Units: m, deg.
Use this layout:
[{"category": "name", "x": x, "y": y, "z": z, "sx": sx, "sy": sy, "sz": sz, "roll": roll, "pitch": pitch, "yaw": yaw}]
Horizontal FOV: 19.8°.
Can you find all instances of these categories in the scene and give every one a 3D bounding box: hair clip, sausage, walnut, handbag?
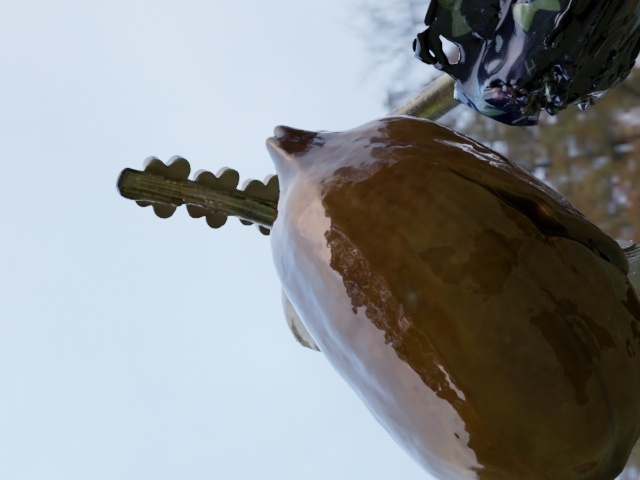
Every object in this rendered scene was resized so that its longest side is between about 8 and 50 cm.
[{"category": "hair clip", "x": -0.083, "y": -0.037, "z": 1.629, "sx": 0.213, "sy": 0.056, "sz": 0.062, "roll": 15, "pitch": -74, "yaw": -21}, {"category": "sausage", "x": 0.146, "y": -0.154, "z": 1.626, "sx": 0.033, "sy": 0.269, "sz": 0.033, "roll": 39, "pitch": -148, "yaw": -30}, {"category": "walnut", "x": 0.087, "y": 0.033, "z": 1.249, "sx": 0.336, "sy": 0.209, "sz": 0.209, "roll": 44, "pitch": -142, "yaw": 11}, {"category": "handbag", "x": 0.158, "y": -0.181, "z": 1.030, "sx": 0.260, "sy": 0.113, "sz": 0.162, "roll": -61, "pitch": -16, "yaw": 9}]

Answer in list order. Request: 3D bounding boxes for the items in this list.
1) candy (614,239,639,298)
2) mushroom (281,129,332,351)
[{"category": "candy", "x": 0.267, "y": 0.102, "z": 1.874, "sx": 0.295, "sy": 0.295, "sz": 0.185, "roll": -23, "pitch": -84, "yaw": -52}, {"category": "mushroom", "x": 0.000, "y": 0.000, "z": 1.750, "sx": 0.084, "sy": 0.071, "sz": 0.209, "roll": -5, "pitch": -76, "yaw": -77}]
